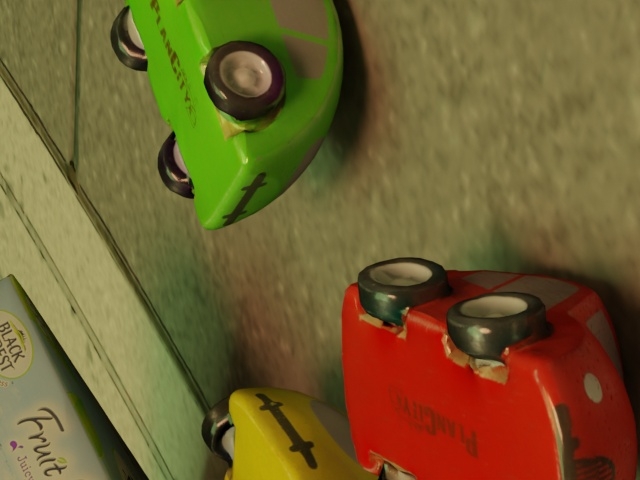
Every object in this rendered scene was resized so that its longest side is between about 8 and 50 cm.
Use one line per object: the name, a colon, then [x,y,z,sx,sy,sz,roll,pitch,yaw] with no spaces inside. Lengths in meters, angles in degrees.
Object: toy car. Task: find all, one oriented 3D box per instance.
toy car: [0.000,0.000,0.489,0.225,0.053,0.239,70,154,15]

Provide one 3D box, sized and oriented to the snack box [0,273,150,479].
snack box: [-0.066,0.138,0.601,0.174,0.070,0.207,57,174,35]
